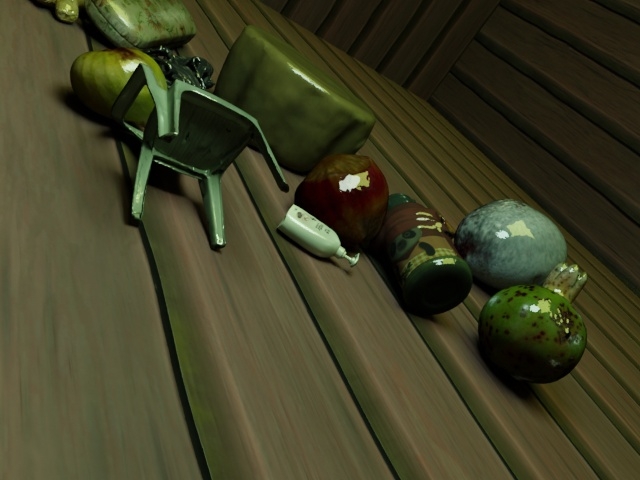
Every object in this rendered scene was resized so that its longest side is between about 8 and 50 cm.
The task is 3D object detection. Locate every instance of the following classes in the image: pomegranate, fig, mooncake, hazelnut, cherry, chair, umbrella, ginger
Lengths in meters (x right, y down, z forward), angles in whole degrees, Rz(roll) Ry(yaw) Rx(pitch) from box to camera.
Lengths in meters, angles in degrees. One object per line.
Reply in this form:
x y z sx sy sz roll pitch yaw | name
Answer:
0.403 0.146 1.089 0.202 0.247 0.202 35 -7 5 | pomegranate
-0.325 -0.256 0.963 0.153 0.120 0.136 18 18 -5 | fig
-0.064 -0.315 1.386 0.378 0.200 0.378 34 19 -13 | mooncake
0.040 -0.079 1.139 0.170 0.160 0.202 34 56 29 | hazelnut
0.467 0.016 1.466 0.296 0.218 0.255 -6 49 -40 | cherry
-0.197 -0.135 0.871 0.203 0.190 0.274 22 34 -34 | chair
-0.263 -0.317 1.185 0.154 0.128 0.336 33 19 -2 | umbrella
-0.530 -0.542 1.310 0.118 0.065 0.299 51 21 -15 | ginger

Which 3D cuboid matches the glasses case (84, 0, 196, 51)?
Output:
-0.409 -0.527 1.402 0.156 0.098 0.425 48 20 -12 | glasses case

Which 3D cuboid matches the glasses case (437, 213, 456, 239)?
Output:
0.248 -0.038 1.466 0.218 0.049 0.075 9 38 -48 | glasses case

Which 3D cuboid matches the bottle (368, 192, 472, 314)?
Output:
0.180 0.015 1.155 0.156 0.143 0.271 -12 40 -8 | bottle

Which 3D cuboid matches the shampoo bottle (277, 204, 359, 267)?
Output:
0.000 0.000 1.036 0.152 0.045 0.077 36 22 -2 | shampoo bottle
